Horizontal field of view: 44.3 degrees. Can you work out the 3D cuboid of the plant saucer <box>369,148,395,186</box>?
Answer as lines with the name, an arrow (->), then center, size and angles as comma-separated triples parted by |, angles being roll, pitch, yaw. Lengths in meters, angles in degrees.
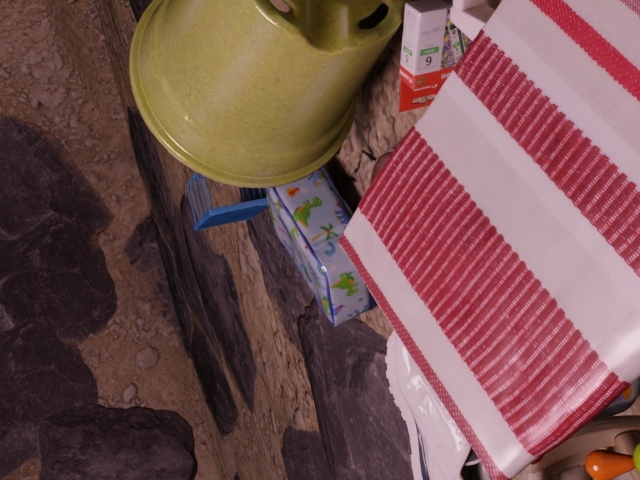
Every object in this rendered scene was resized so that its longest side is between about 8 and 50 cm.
plant saucer -> 0.109, -0.026, 0.908 | 0.168, 0.029, 0.168 | 164, 90, -70

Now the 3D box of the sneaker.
sneaker -> 0.149, 0.199, 0.924 | 0.095, 0.090, 0.235 | -6, 103, 56

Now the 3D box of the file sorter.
file sorter -> -0.177, -0.092, 1.468 | 0.170, 0.118, 0.104 | 156, 100, -69

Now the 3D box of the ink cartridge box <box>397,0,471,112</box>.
ink cartridge box -> 0.109, -0.172, 0.747 | 0.029, 0.063, 0.115 | 52, 151, 44

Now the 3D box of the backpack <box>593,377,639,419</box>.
backpack -> 0.172, 0.078, 0.667 | 0.188, 0.145, 0.165 | 15, 114, 63

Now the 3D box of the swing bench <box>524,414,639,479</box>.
swing bench -> 0.270, 0.290, 0.556 | 0.254, 0.165, 0.253 | -129, 29, -57

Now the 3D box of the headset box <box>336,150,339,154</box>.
headset box -> 0.007, -0.161, 1.062 | 0.083, 0.032, 0.062 | 106, 142, -58

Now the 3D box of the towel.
towel -> 0.154, -0.034, 0.494 | 0.329, 0.037, 0.237 | -55, 50, 31

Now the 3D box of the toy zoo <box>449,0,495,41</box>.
toy zoo -> 0.174, -0.223, 0.566 | 0.192, 0.030, 0.293 | 46, 146, 42

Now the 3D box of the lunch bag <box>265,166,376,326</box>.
lunch bag -> 0.000, 0.000, 1.097 | 0.219, 0.090, 0.176 | 58, 166, 34

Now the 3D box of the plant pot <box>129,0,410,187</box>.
plant pot -> -0.039, -0.222, 0.816 | 0.254, 0.276, 0.276 | -33, 75, 64

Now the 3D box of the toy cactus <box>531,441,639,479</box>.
toy cactus -> 0.233, 0.072, 0.505 | 0.219, 0.112, 0.180 | -11, 57, 34
